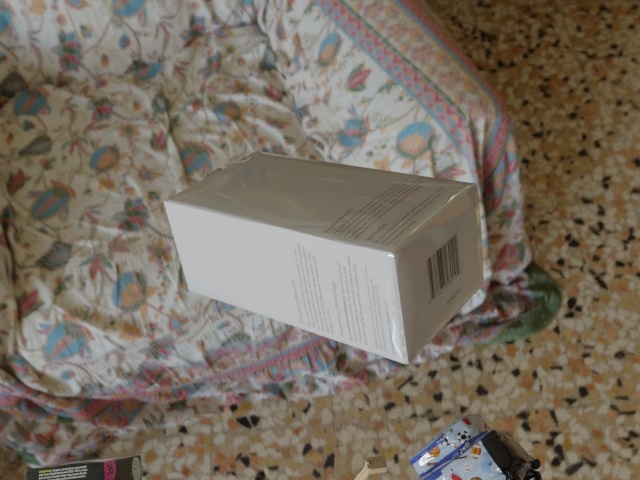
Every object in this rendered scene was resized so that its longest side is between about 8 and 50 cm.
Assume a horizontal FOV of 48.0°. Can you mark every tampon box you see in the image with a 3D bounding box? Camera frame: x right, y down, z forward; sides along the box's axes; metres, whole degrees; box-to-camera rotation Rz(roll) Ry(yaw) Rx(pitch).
[{"bbox_3d":[-0.283,0.352,0.878,0.102,0.120,0.160,-8,77,5],"label":"tampon box"}]

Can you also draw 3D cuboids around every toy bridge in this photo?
[{"bbox_3d":[0.084,0.443,1.263,0.063,0.188,0.026,-7,38,-3],"label":"toy bridge"}]

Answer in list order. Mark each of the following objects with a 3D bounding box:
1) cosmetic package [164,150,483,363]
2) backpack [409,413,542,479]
[{"bbox_3d":[0.000,0.000,0.926,0.366,0.155,0.197,13,35,38],"label":"cosmetic package"},{"bbox_3d":[0.304,0.504,1.526,0.263,0.276,0.213,-47,59,7],"label":"backpack"}]
